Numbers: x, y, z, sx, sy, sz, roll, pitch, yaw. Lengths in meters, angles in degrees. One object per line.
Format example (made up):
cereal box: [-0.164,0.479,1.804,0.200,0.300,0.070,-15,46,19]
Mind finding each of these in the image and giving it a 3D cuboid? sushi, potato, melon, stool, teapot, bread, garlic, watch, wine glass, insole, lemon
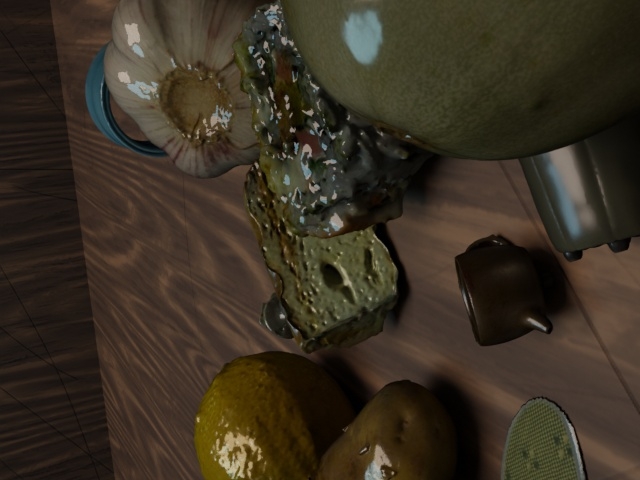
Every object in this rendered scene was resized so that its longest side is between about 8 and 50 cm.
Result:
sushi: [0.008,-0.143,0.773,0.184,0.139,0.274,-27,81,61]
potato: [0.071,0.221,0.801,0.176,0.137,0.137,-55,49,36]
melon: [0.107,-0.190,0.407,0.308,0.271,0.272,-39,57,19]
stool: [0.175,-0.047,0.522,0.096,0.096,0.110,-22,85,64]
teapot: [0.146,0.035,0.651,0.121,0.068,0.076,-100,-7,-54]
bread: [0.000,0.000,0.887,0.088,0.128,0.232,49,-163,-69]
garlic: [-0.113,-0.226,0.964,0.245,0.245,0.253,109,176,-46]
watch: [-0.226,-0.218,1.165,0.211,0.193,0.211,36,132,53]
wine glass: [-0.022,0.063,0.994,0.072,0.072,0.155,70,154,20]
insole: [0.185,0.280,0.726,0.109,0.007,0.322,39,132,55]
lemon: [-0.051,0.234,0.978,0.231,0.192,0.192,52,144,30]
